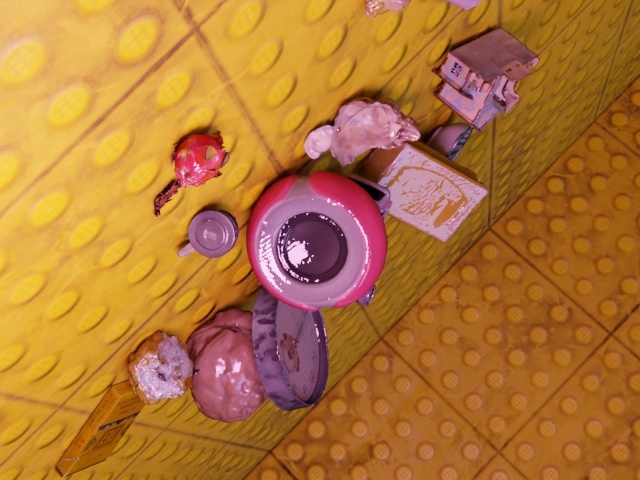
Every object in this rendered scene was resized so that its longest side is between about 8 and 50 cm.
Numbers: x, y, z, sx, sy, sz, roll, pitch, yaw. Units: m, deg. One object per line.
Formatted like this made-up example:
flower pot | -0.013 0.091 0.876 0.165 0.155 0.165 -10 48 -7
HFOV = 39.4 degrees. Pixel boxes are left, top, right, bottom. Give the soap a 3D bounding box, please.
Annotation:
soap | 0.248 -0.131 2.221 0.315 0.091 0.199 25 110 -37

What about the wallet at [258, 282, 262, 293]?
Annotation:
wallet | -0.051 0.091 2.286 0.223 0.077 0.309 -46 158 -3

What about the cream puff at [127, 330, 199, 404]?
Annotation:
cream puff | -0.357 0.279 1.951 0.156 0.121 0.156 -5 123 -8

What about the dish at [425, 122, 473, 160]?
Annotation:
dish | 0.322 -0.238 2.400 0.224 0.078 0.246 -52 170 -17

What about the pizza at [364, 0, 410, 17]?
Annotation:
pizza | 0.192 -0.488 1.595 0.287 0.075 0.280 -46 161 -1

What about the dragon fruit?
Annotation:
dragon fruit | -0.194 -0.138 1.472 0.116 0.086 0.081 -44 126 -33

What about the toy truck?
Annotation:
toy truck | 0.073 0.003 2.119 0.178 0.177 0.363 -57 162 -31

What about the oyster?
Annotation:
oyster | 0.105 -0.249 1.908 0.233 0.107 0.161 -6 140 -37

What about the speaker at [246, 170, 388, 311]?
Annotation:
speaker | 0.000 0.000 1.842 0.294 0.294 0.294 -41 161 -17

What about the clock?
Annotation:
clock | -0.065 0.241 2.085 0.061 0.312 0.312 -10 174 21

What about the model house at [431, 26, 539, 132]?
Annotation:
model house | 0.383 -0.364 2.147 0.271 0.178 0.206 -34 160 -42

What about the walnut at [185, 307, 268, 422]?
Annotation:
walnut | -0.206 0.297 2.135 0.227 0.273 0.273 -7 149 -14

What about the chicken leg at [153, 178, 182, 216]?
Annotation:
chicken leg | -0.267 -0.073 1.536 0.083 0.021 0.036 -51 171 16

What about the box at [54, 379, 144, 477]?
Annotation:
box | -0.493 0.428 2.078 0.279 0.041 0.153 -54 162 20

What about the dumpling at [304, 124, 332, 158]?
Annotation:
dumpling | -0.007 -0.203 1.819 0.059 0.043 0.077 -10 160 -39

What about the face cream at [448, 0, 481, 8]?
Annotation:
face cream | 0.183 -0.473 1.470 0.269 0.073 0.107 16 114 -45

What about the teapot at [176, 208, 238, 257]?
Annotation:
teapot | -0.211 -0.018 1.718 0.091 0.124 0.092 -40 127 -73
